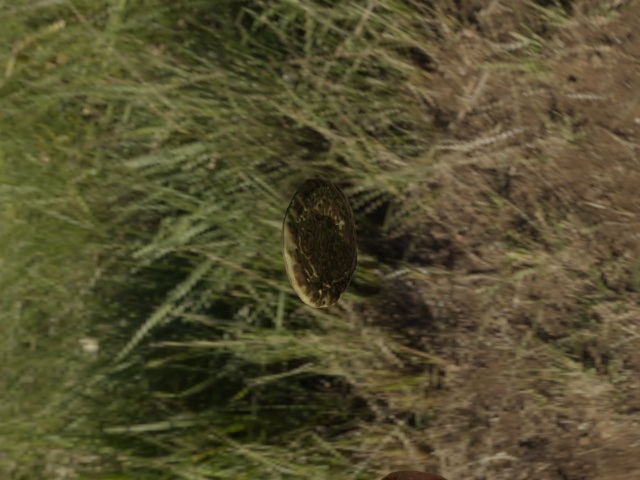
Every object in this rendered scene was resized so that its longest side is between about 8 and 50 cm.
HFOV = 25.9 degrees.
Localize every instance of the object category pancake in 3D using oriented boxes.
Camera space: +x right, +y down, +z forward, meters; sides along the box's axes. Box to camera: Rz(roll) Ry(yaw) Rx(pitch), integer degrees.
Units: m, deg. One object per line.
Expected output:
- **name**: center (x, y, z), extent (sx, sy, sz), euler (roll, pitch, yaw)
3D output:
- **pancake**: center (0.001, 0.000, 1.134), extent (0.011, 0.115, 0.115), euler (1, 85, 30)

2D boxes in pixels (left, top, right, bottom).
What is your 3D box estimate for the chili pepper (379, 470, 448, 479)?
- **chili pepper**: center (0.074, 0.231, 1.245), extent (0.059, 0.191, 0.050), euler (-7, 79, 38)
